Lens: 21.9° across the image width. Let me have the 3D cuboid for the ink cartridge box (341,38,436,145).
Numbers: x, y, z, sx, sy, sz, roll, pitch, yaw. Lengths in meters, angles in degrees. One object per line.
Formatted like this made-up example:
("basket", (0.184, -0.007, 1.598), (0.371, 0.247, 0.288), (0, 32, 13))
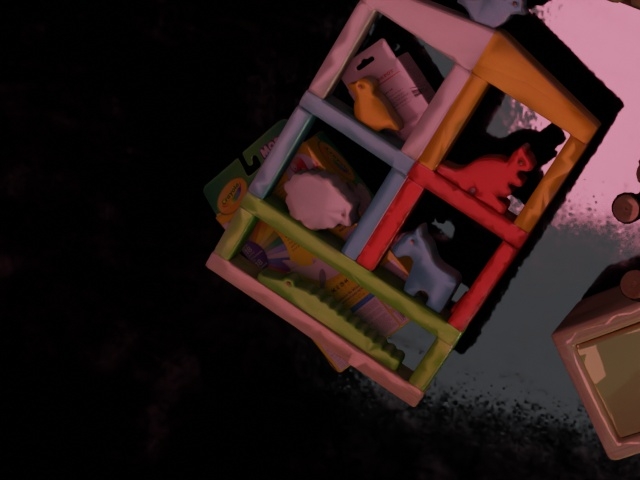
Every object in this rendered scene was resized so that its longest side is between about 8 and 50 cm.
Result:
("ink cartridge box", (0.056, -0.104, 1.211), (0.048, 0.028, 0.083), (-33, 91, 26))

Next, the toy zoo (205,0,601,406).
("toy zoo", (0.066, -0.050, 1.185), (0.192, 0.030, 0.293), (34, 109, 7))

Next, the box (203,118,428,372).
("box", (0.000, 0.000, 1.260), (0.105, 0.043, 0.179), (-38, 91, 28))

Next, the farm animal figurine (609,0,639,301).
("farm animal figurine", (0.268, -0.128, 1.039), (0.330, 0.172, 0.327), (-50, 66, 19))

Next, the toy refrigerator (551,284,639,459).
("toy refrigerator", (0.303, 0.053, 1.115), (0.269, 0.094, 0.102), (-23, 95, 27))
